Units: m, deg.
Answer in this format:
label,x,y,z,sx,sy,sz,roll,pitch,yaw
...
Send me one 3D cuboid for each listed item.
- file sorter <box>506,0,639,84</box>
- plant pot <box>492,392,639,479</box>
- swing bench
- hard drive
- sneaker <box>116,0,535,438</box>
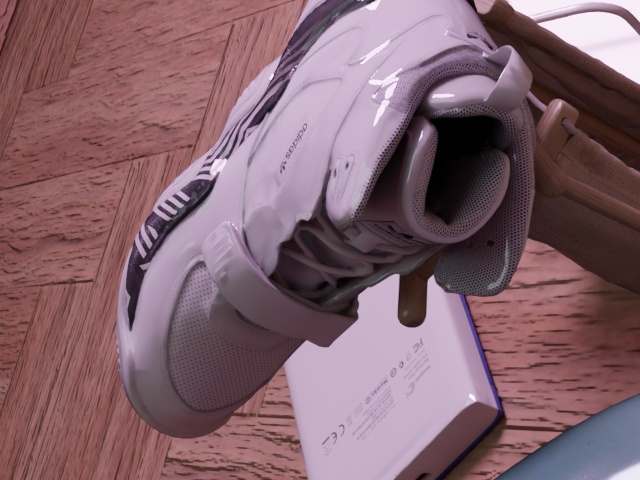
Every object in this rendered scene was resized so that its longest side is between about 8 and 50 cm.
label,x,y,z,sx,sy,sz,roll,pitch,yaw
file sorter,0.178,-0.245,1.341,0.193,0.173,0.277,-11,66,31
plant pot,0.214,0.214,0.945,0.235,0.293,0.293,-43,33,9
swing bench,0.178,-0.037,1.198,0.165,0.253,0.254,-45,36,33
hard drive,0.049,0.099,1.530,0.210,0.040,0.318,-49,33,27
sneaker,0.000,0.000,1.063,0.365,0.137,0.210,-57,28,12
